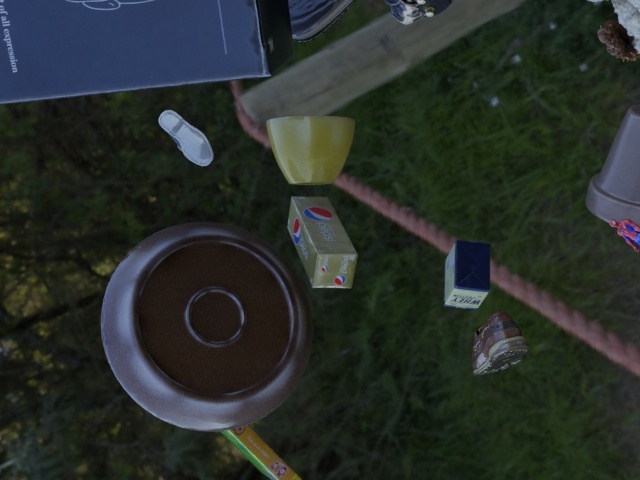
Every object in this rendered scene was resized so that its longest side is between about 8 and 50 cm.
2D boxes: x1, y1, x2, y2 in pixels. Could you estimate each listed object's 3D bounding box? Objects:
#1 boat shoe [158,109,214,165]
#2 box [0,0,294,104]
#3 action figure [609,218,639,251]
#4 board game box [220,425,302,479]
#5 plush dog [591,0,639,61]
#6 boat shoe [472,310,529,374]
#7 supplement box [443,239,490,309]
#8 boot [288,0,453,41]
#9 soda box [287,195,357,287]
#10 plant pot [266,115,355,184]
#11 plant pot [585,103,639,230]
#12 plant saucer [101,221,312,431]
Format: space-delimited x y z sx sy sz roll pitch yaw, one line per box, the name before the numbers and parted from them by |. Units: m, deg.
boat shoe | -0.212 -0.161 1.538 0.125 0.046 0.038 40 178 22
box | -0.250 -0.320 1.063 0.212 0.395 0.294 -68 -27 -71
action figure | 0.517 -0.002 1.537 0.115 0.030 0.038 34 136 17
board game box | -0.142 0.301 1.537 0.259 0.039 0.124 47 163 -23
plush dog | 0.511 -0.333 1.342 0.211 0.262 0.225 69 -167 10
boat shoe | 0.244 0.144 1.321 0.178 0.064 0.060 94 161 -69
supplement box | 0.233 0.056 1.521 0.083 0.056 0.083 103 173 -64
boot | 0.098 -0.420 1.483 0.138 0.377 0.284 34 178 26
soda box | 0.000 0.000 1.406 0.181 0.061 0.058 -115 30 -58
plant pot | -0.014 -0.132 1.430 0.134 0.134 0.095 -170 79 -84
plant pot | 0.716 -0.166 2.042 0.263 0.263 0.229 -125 33 -62
plant saucer | -0.152 0.113 1.360 0.311 0.310 0.050 63 155 8
